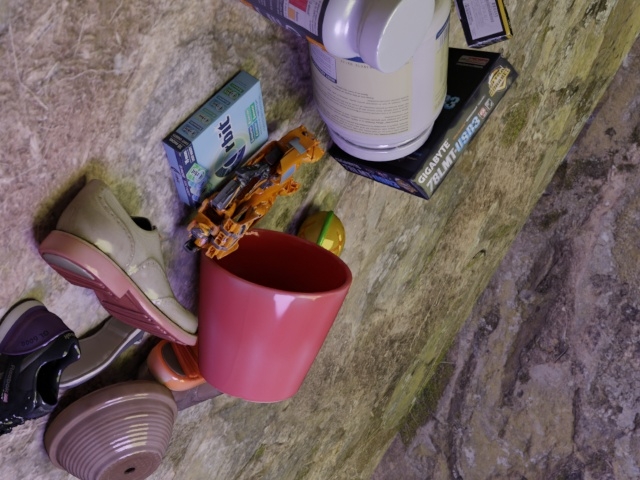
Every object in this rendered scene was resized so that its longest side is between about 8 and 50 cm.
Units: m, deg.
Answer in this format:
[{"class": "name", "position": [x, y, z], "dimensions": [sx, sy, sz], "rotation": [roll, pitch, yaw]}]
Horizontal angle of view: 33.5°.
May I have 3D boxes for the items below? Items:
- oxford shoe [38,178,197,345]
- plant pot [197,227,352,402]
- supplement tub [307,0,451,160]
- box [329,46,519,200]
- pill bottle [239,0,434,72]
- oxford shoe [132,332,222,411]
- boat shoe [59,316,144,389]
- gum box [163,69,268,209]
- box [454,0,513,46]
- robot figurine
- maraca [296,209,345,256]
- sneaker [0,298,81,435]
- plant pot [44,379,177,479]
[{"class": "oxford shoe", "position": [-0.273, 0.049, 1.641], "dimensions": [0.147, 0.140, 0.397], "rotation": [-66, 155, -18]}, {"class": "plant pot", "position": [-0.104, 0.139, 1.918], "dimensions": [0.275, 0.274, 0.243], "rotation": [-19, 130, -55]}, {"class": "supplement tub", "position": [0.098, -0.309, 1.795], "dimensions": [0.235, 0.235, 0.325], "rotation": [-46, 155, -23]}, {"class": "box", "position": [0.191, -0.237, 2.026], "dimensions": [0.073, 0.295, 0.293], "rotation": [40, 83, -32]}, {"class": "pill bottle", "position": [0.013, -0.357, 1.509], "dimensions": [0.162, 0.278, 0.162], "rotation": [-42, 153, -27]}, {"class": "oxford shoe", "position": [-0.241, 0.255, 2.062], "dimensions": [0.132, 0.130, 0.363], "rotation": [-43, 157, 20]}, {"class": "boat shoe", "position": [-0.363, 0.191, 1.758], "dimensions": [0.206, 0.075, 0.065], "rotation": [-42, 150, -41]}, {"class": "gum box", "position": [-0.165, -0.161, 1.722], "dimensions": [0.184, 0.041, 0.157], "rotation": [-47, 156, -22]}, {"class": "box", "position": [0.261, -0.462, 1.818], "dimensions": [0.079, 0.257, 0.322], "rotation": [-16, -175, 13]}, {"class": "robot figurine", "position": [-0.116, -0.077, 1.811], "dimensions": [0.291, 0.085, 0.211], "rotation": [-46, 176, -43]}, {"class": "maraca", "position": [0.000, 0.000, 2.198], "dimensions": [0.186, 0.099, 0.127], "rotation": [108, 7, -84]}, {"class": "sneaker", "position": [-0.459, 0.235, 1.561], "dimensions": [0.283, 0.124, 0.107], "rotation": [-58, 157, 6]}, {"class": "plant pot", "position": [-0.350, 0.357, 1.851], "dimensions": [0.237, 0.110, 0.237], "rotation": [-21, 147, -14]}]
